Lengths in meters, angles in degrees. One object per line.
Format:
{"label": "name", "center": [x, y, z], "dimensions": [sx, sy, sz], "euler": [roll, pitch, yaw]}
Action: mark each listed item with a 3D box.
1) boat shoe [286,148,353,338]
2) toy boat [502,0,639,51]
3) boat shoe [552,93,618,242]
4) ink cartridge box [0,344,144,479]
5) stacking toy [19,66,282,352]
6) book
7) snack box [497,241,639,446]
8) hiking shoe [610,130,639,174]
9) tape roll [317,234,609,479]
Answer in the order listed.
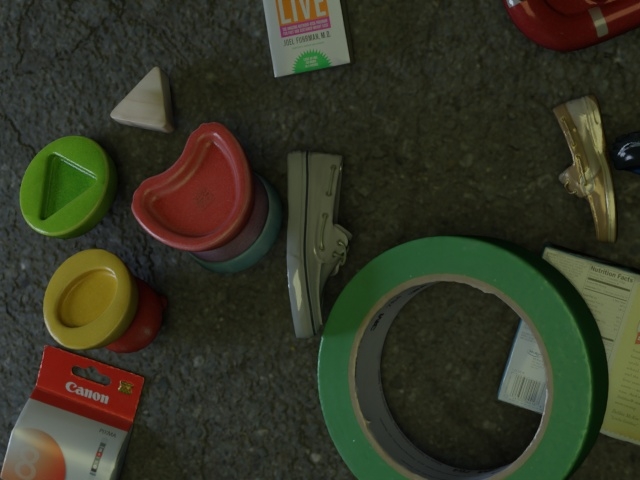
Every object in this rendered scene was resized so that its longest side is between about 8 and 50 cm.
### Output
{"label": "boat shoe", "center": [0.000, 0.000, 1.242], "dimensions": [0.076, 0.083, 0.226], "euler": [-3, 79, 2]}
{"label": "toy boat", "center": [0.305, -0.297, 1.140], "dimensions": [0.231, 0.151, 0.151], "euler": [-22, 89, 12]}
{"label": "boat shoe", "center": [0.298, -0.077, 1.208], "dimensions": [0.059, 0.063, 0.170], "euler": [-10, 83, 14]}
{"label": "ink cartridge box", "center": [-0.314, 0.240, 1.361], "dimensions": [0.145, 0.045, 0.179], "euler": [17, 100, 9]}
{"label": "stacking toy", "center": [-0.207, -0.028, 1.313], "dimensions": [0.309, 0.130, 0.279], "euler": [-36, 61, 9]}
{"label": "book", "center": [-0.018, -0.273, 1.271], "dimensions": [0.096, 0.035, 0.144], "euler": [-9, 94, 16]}
{"label": "snack box", "center": [0.381, 0.137, 1.204], "dimensions": [0.322, 0.060, 0.187], "euler": [18, 99, 10]}
{"label": "hiking shoe", "center": [0.455, -0.035, 1.149], "dimensions": [0.304, 0.113, 0.132], "euler": [17, 97, 10]}
{"label": "tape roll", "center": [0.153, 0.154, 1.200], "dimensions": [0.321, 0.077, 0.321], "euler": [1, 92, 28]}
